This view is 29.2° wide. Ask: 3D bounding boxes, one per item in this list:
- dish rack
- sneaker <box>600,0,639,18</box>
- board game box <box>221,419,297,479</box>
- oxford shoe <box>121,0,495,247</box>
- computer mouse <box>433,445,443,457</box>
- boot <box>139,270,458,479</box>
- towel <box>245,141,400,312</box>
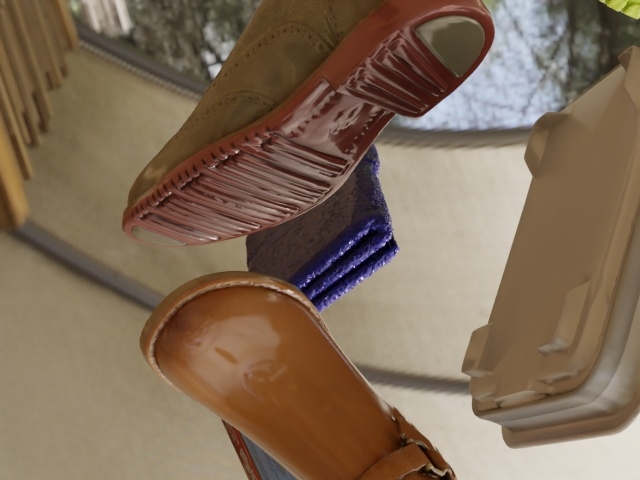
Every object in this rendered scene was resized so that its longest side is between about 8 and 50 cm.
[{"bbox_3d":[0.208,-0.006,0.980,0.072,0.333,0.285,21,164,-9],"label":"dish rack"},{"bbox_3d":[0.403,-0.342,1.531,0.109,0.295,0.124,-37,-134,29],"label":"sneaker"},{"bbox_3d":[-0.045,0.221,1.487,0.145,0.027,0.281,1,-144,-28],"label":"board game box"},{"bbox_3d":[-0.025,-0.113,0.941,0.348,0.130,0.123,-33,148,26],"label":"oxford shoe"},{"bbox_3d":[0.070,0.352,1.589,0.272,0.188,0.072,-29,-155,42],"label":"computer mouse"},{"bbox_3d":[0.013,0.150,0.818,0.109,0.283,0.220,-41,-133,1],"label":"boot"},{"bbox_3d":[0.000,0.000,1.543,0.227,0.076,0.308,-42,-163,15],"label":"towel"}]
